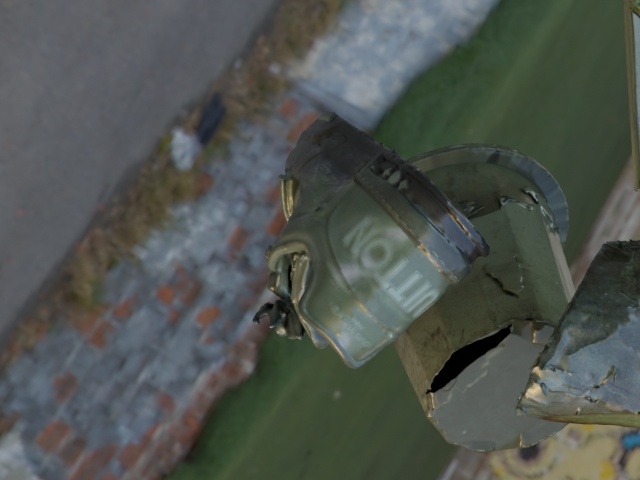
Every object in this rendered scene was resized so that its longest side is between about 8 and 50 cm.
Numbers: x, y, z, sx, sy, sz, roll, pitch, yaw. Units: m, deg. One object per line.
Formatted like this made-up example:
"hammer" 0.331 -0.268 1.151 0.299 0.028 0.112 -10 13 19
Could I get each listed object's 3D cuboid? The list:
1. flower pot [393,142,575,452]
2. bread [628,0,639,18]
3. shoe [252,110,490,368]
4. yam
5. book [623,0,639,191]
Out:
"flower pot" 0.135 0.054 1.276 0.202 0.212 0.212 -105 -150 -52
"bread" 0.279 -0.291 1.281 0.064 0.172 0.232 92 10 -68
"shoe" 0.001 0.002 1.071 0.149 0.109 0.293 -42 -160 -6
"yam" 0.270 0.081 1.056 0.154 0.254 0.154 9 90 -85
"book" 0.421 -0.147 1.473 0.025 0.282 0.215 163 -72 -66
